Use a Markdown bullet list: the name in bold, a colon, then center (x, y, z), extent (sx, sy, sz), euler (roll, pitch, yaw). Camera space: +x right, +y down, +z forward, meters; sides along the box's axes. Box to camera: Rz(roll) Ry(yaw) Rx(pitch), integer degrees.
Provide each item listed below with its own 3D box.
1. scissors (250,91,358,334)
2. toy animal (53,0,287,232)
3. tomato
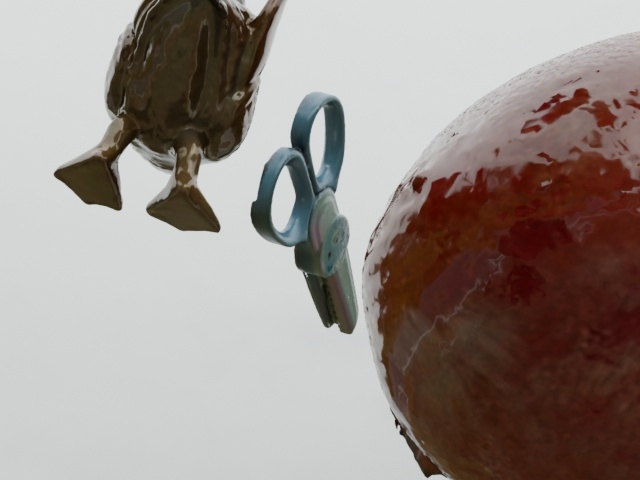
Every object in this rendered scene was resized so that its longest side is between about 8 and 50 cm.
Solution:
- **scissors**: center (0.000, 0.000, 0.900), extent (0.030, 0.125, 0.256), euler (15, -34, 23)
- **toy animal**: center (-0.063, -0.102, 0.581), extent (0.089, 0.179, 0.188), euler (21, -31, -5)
- **tomato**: center (0.123, 0.003, 0.629), extent (0.170, 0.309, 0.309), euler (15, -30, -27)
